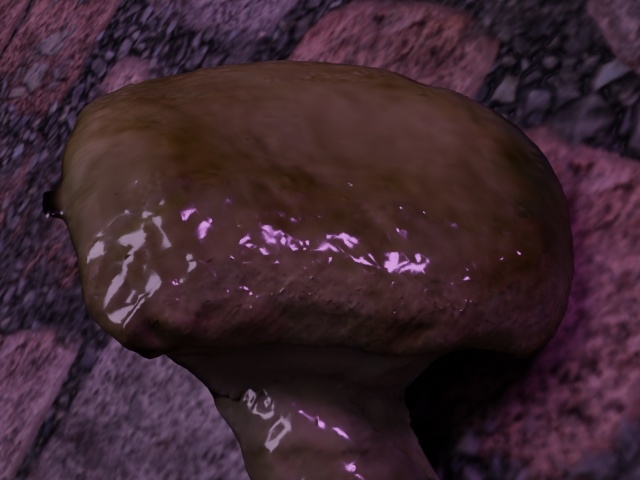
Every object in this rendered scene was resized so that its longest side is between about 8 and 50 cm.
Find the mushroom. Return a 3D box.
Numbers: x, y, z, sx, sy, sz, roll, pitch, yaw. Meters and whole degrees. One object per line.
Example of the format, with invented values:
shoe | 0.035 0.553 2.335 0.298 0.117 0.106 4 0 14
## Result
mushroom | -0.005 -0.008 0.779 0.212 0.217 0.292 -29 39 25
